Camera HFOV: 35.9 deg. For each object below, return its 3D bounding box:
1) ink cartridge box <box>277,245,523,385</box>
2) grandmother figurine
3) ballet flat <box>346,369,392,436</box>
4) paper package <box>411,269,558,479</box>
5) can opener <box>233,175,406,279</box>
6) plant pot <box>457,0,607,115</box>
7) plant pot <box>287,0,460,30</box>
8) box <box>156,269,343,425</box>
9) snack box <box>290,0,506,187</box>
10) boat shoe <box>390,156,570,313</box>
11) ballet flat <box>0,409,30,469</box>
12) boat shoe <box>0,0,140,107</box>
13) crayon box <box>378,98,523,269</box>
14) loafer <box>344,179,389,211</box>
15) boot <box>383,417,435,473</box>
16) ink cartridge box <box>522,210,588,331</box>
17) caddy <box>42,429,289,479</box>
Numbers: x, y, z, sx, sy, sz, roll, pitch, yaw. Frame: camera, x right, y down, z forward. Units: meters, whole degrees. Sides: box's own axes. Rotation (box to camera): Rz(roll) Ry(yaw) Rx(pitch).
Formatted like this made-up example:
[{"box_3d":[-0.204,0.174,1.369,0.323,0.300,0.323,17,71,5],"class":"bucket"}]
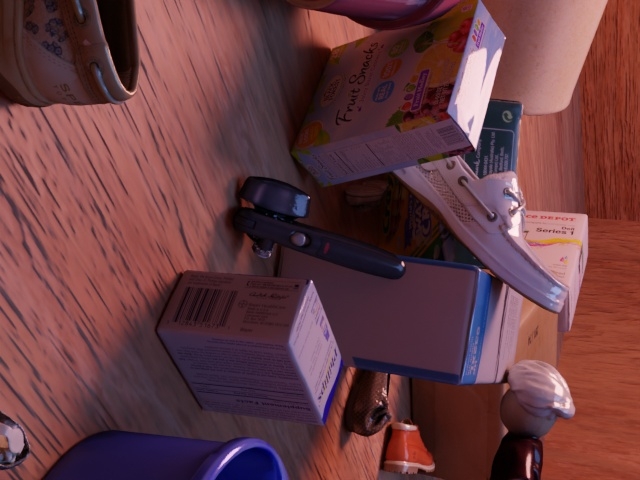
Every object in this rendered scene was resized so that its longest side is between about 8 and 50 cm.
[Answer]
[{"box_3d":[0.102,0.094,1.172,0.307,0.223,0.129,21,76,-68],"class":"ink cartridge box"},{"box_3d":[0.224,0.310,1.189,0.208,0.104,0.342,96,11,-79],"class":"grandmother figurine"},{"box_3d":[0.094,0.162,1.395,0.084,0.058,0.250,69,33,-50],"class":"ballet flat"},{"box_3d":[0.295,0.226,1.732,0.325,0.168,0.309,-38,129,-53],"class":"paper package"},{"box_3d":[0.000,0.000,0.984,0.059,0.186,0.073,-100,-145,-71],"class":"can opener"},{"box_3d":[0.310,-0.370,1.534,0.334,0.333,0.305,-45,146,-59],"class":"plant pot"},{"box_3d":[0.040,-0.308,1.001,0.180,0.201,0.201,-25,119,-48],"class":"plant pot"},{"box_3d":[-0.059,0.098,0.894,0.137,0.126,0.072,72,29,-47],"class":"box"},{"box_3d":[0.085,-0.160,1.091,0.070,0.207,0.174,45,48,-34],"class":"snack box"},{"box_3d":[0.183,-0.038,1.095,0.096,0.277,0.098,-47,168,9],"class":"boat shoe"},{"box_3d":[-0.215,0.112,0.615,0.114,0.041,0.041,64,37,-52],"class":"ballet flat"},{"box_3d":[-0.152,-0.228,0.632,0.104,0.089,0.285,-17,110,-67],"class":"boat shoe"},{"box_3d":[0.154,-0.075,1.315,0.323,0.083,0.203,-169,-98,-75],"class":"crayon box"},{"box_3d":[0.062,-0.053,1.292,0.125,0.045,0.039,-28,127,-68],"class":"loafer"},{"box_3d":[0.146,0.327,1.572,0.158,0.059,0.085,30,62,-66],"class":"boot"},{"box_3d":[0.440,0.055,2.062,0.278,0.201,0.117,-58,146,-50],"class":"ink cartridge box"},{"box_3d":[-0.120,0.290,0.709,0.341,0.179,0.241,-54,142,-53],"class":"caddy"}]
